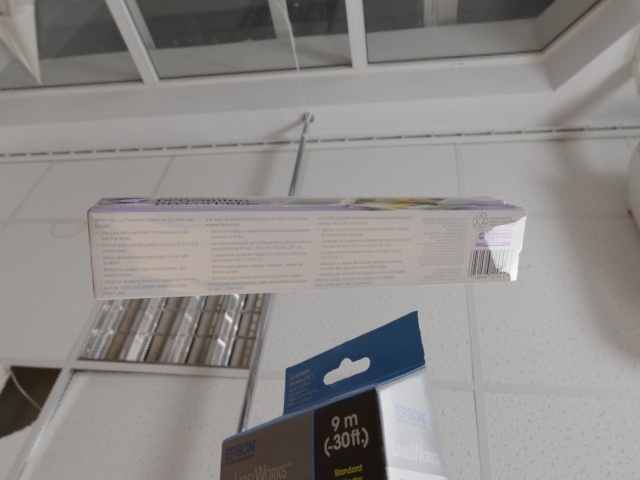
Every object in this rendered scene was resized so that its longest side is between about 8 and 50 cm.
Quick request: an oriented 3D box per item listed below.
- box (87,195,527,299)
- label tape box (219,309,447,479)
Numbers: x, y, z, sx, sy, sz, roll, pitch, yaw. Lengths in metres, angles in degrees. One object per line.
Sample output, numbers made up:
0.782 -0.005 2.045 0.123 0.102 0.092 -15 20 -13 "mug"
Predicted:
0.000 0.000 0.372 0.323 0.067 0.063 -2 -165 -13 "box"
0.003 0.247 0.490 0.240 0.105 0.334 -32 -135 34 "label tape box"
